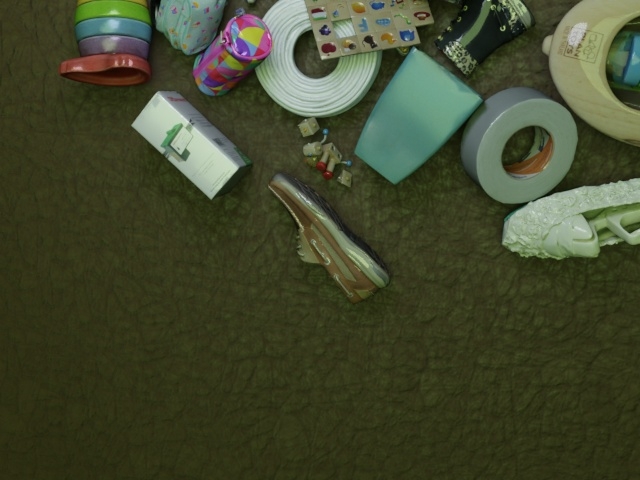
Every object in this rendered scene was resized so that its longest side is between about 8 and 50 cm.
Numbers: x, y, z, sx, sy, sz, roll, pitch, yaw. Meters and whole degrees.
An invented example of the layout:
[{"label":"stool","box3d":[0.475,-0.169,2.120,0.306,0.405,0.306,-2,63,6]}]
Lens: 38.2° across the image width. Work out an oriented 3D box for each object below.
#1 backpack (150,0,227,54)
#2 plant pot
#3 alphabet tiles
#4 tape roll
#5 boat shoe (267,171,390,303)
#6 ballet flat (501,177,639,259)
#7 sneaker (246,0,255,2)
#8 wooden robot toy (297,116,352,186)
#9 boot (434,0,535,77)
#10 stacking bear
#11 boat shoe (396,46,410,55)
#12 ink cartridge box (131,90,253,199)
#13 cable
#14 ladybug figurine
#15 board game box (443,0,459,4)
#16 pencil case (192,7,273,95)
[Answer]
[{"label":"backpack","box3d":[-0.258,-0.460,1.819,0.115,0.152,0.182,49,138,20]},{"label":"plant pot","box3d":[0.182,-0.235,1.816,0.165,0.165,0.234,37,104,0]},{"label":"alphabet tiles","box3d":[0.092,-0.451,1.789,0.237,0.009,0.198,-11,70,-10]},{"label":"tape roll","box3d":[0.384,-0.182,1.790,0.219,0.072,0.219,-9,120,-15]},{"label":"boat shoe","box3d":[0.000,0.000,1.889,0.116,0.123,0.324,-43,90,12]},{"label":"ballet flat","box3d":[0.557,-0.038,1.797,0.409,0.147,0.147,-16,96,8]},{"label":"sneaker","box3d":[-0.173,-0.550,1.856,0.084,0.058,0.152,-4,93,1]},{"label":"wooden robot toy","box3d":[-0.007,-0.168,1.884,0.079,0.076,0.173,-7,134,40]},{"label":"boot","box3d":[0.282,-0.457,1.810,0.178,0.085,0.236,-41,91,13]},{"label":"stacking bear","box3d":[-0.418,-0.467,1.848,0.175,0.164,0.289,-2,87,17]},{"label":"boat shoe","box3d":[0.149,-0.415,1.853,0.035,0.035,0.100,-29,94,10]},{"label":"ink cartridge box","box3d":[-0.255,-0.194,1.866,0.219,0.160,0.092,43,100,0]},{"label":"cable","box3d":[-0.008,-0.376,1.848,0.257,0.089,0.257,-38,92,10]},{"label":"ladybug figurine","box3d":[0.640,-0.327,1.748,0.449,0.162,0.305,16,100,3]},{"label":"board game box","box3d":[0.153,-0.604,1.718,0.291,0.141,0.232,21,84,15]},{"label":"pencil case","box3d":[-0.176,-0.359,1.797,0.104,0.236,0.104,5,77,-23]}]
